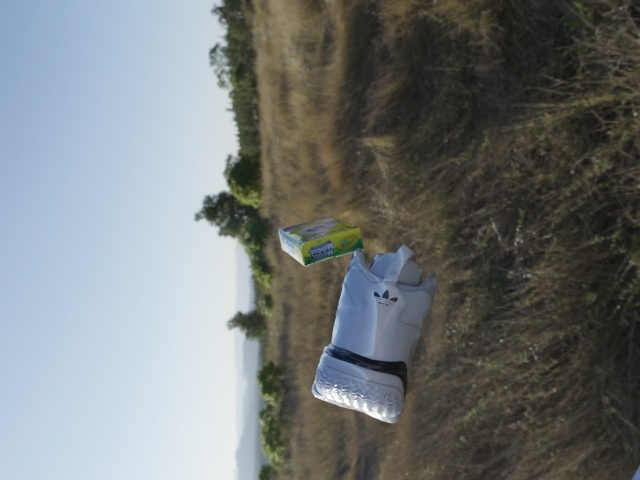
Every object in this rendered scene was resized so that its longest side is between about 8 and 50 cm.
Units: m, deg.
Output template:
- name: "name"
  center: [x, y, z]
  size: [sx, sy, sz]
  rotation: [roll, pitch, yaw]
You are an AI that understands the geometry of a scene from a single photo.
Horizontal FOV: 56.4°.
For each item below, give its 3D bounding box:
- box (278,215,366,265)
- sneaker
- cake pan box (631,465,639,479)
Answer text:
- name: "box"
  center: [0.000, 0.000, 0.998]
  size: [0.179, 0.105, 0.043]
  rotation: [-148, 44, -69]
- name: "sneaker"
  center: [0.081, 0.140, 0.859]
  size: [0.366, 0.137, 0.210]
  rotation: [84, -155, -73]
- name: "cake pan box"
  center: [0.181, 0.185, 0.191]
  size: [0.070, 0.246, 0.267]
  rotation: [47, 156, -5]
